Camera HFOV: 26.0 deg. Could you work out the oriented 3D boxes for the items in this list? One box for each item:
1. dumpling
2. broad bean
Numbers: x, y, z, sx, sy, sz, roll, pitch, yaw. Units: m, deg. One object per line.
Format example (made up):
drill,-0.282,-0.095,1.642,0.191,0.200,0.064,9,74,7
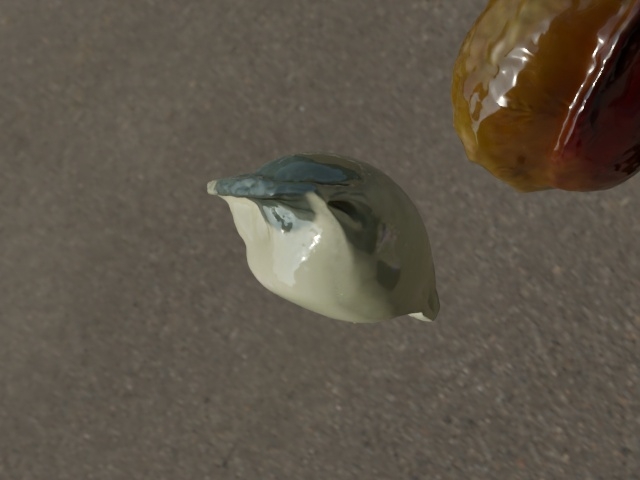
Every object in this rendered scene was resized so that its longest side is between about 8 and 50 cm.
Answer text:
dumpling,0.000,0.000,1.195,0.179,0.252,0.131,7,71,40
broad bean,0.182,-0.123,0.840,0.228,0.156,0.122,-41,39,20
